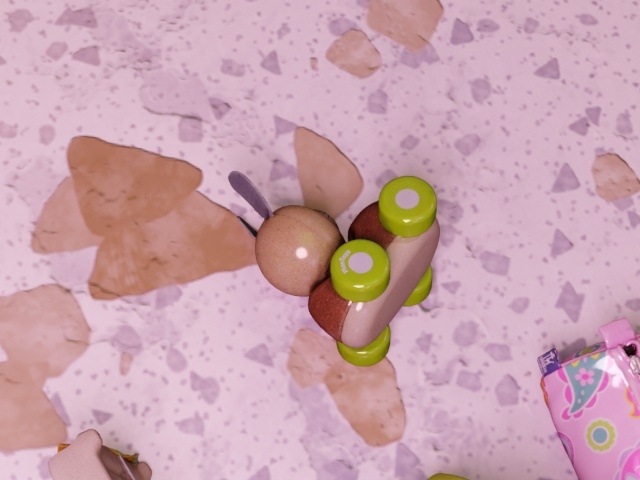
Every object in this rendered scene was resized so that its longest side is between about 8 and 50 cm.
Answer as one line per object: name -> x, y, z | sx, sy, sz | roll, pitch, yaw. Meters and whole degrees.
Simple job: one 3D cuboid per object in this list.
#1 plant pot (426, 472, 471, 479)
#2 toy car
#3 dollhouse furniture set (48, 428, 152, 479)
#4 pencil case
plant pot -> 0.125, 0.330, 1.051 | 0.228, 0.207, 0.227 | -41, 98, -24
toy car -> 0.000, 0.000, 1.258 | 0.188, 0.155, 0.149 | 28, 64, 18
dollhouse furniture set -> -0.150, 0.317, 1.071 | 0.151, 0.197, 0.301 | -33, 71, -4
pencil case -> 0.298, 0.216, 1.214 | 0.124, 0.124, 0.284 | -16, 70, -15
